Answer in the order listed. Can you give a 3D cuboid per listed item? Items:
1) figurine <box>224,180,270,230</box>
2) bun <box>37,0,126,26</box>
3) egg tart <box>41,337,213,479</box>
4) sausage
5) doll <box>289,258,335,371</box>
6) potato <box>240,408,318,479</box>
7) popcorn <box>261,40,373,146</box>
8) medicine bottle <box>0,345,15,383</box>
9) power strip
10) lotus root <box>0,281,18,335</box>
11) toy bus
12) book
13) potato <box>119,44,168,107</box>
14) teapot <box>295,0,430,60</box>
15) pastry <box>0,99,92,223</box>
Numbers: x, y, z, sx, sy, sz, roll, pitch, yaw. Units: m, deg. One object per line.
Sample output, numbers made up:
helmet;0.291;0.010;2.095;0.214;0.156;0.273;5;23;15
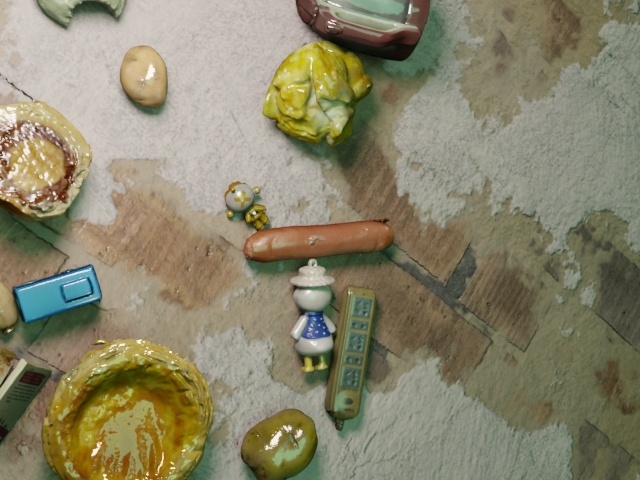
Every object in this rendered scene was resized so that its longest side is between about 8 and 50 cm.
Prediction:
figurine;-0.187;-0.083;1.960;0.101;0.068;0.143;-21;117;-16
bun;-0.532;-0.581;1.756;0.212;0.126;0.204;-47;107;-16
egg tart;-0.438;0.406;1.789;0.387;0.169;0.388;0;91;-20
sausage;0.000;0.000;2.027;0.418;0.094;0.094;-5;54;-23
doll;-0.020;0.193;2.018;0.138;0.119;0.293;-7;99;-32
potato;-0.099;0.519;1.969;0.200;0.137;0.155;-32;103;-19
popcorn;-0.001;-0.376;1.949;0.225;0.276;0.277;22;80;12
medicine bottle;-0.821;0.225;1.626;0.322;0.151;0.151;35;77;-21
power strip;0.079;0.316;2.086;0.092;0.066;0.388;10;87;-22
lotus root;-0.714;0.138;1.722;0.073;0.062;0.150;-26;103;-22
toy bus;-0.586;0.119;1.757;0.184;0.106;0.090;-19;96;-23
book;-0.683;0.367;1.695;0.022;0.162;0.232;30;77;8
potato;-0.413;-0.383;1.827;0.112;0.112;0.147;-12;88;-24
teapot;0.097;-0.570;1.958;0.312;0.315;0.233;5;127;-18
pastry;-0.644;-0.165;1.699;0.256;0.170;0.237;36;57;-16
